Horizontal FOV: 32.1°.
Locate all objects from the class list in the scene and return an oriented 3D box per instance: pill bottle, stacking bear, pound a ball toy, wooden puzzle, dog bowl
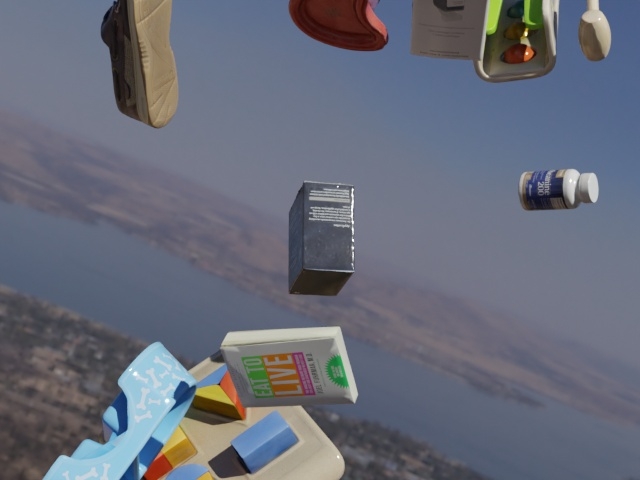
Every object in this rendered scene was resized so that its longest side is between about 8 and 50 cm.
[{"bbox_3d":[0.395,-0.084,1.842,0.120,0.067,0.067,-2,-13,32],"label":"pill bottle"},{"bbox_3d":[0.058,-0.496,1.936,0.164,0.289,0.175,4,-30,25],"label":"stacking bear"},{"bbox_3d":[0.351,-0.351,1.759,0.208,0.136,0.319,-5,37,16],"label":"pound a ball toy"},{"bbox_3d":[-0.179,0.345,1.859,0.348,0.322,0.080,45,-17,41],"label":"wooden puzzle"},{"bbox_3d":[-0.258,0.268,1.398,0.074,0.297,0.166,32,-27,8],"label":"dog bowl"}]

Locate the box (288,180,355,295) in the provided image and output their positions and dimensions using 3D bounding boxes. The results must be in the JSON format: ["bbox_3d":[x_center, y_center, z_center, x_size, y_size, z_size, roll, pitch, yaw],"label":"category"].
[{"bbox_3d":[0.000,0.000,1.917,0.093,0.158,0.156,4,-19,-10],"label":"box"}]

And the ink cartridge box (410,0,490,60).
[{"bbox_3d":[0.153,-0.336,1.259,0.092,0.159,0.218,5,-34,4],"label":"ink cartridge box"}]

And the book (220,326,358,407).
[{"bbox_3d":[-0.036,0.152,1.313,0.144,0.096,0.035,-6,27,20],"label":"book"}]

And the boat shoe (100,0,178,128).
[{"bbox_3d":[-0.265,-0.298,1.574,0.092,0.285,0.103,10,32,21],"label":"boat shoe"}]
